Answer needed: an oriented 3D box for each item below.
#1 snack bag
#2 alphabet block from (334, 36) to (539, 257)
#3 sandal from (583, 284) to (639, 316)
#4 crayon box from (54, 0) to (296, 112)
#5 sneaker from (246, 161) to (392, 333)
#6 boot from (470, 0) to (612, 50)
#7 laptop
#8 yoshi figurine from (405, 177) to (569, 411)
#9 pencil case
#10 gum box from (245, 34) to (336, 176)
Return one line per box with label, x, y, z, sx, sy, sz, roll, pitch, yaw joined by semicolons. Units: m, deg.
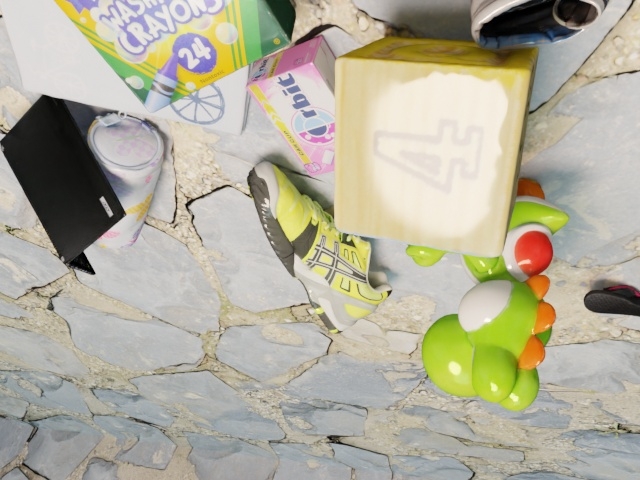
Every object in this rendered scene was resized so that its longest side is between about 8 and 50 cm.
snack bag;-0.253;-0.282;0.740;0.342;0.037;0.323;10;146;-6
alphabet block;0.134;-0.118;0.654;0.193;0.192;0.197;9;117;18
sandal;0.540;0.106;1.015;0.179;0.040;0.067;11;152;-20
crayon box;-0.194;-0.310;0.585;0.203;0.083;0.323;-19;130;22
sneaker;0.000;0.000;1.002;0.147;0.145;0.385;-29;130;4
boot;0.275;-0.250;0.553;0.258;0.123;0.095;-9;138;28
laptop;-0.416;-0.083;0.961;0.234;0.136;0.264;60;169;5
yoshi figurine;0.215;0.061;0.785;0.203;0.362;0.203;6;144;10
pencil case;-0.353;-0.093;0.984;0.124;0.113;0.273;37;141;1
gum box;-0.003;-0.176;0.796;0.107;0.062;0.188;-11;137;30
